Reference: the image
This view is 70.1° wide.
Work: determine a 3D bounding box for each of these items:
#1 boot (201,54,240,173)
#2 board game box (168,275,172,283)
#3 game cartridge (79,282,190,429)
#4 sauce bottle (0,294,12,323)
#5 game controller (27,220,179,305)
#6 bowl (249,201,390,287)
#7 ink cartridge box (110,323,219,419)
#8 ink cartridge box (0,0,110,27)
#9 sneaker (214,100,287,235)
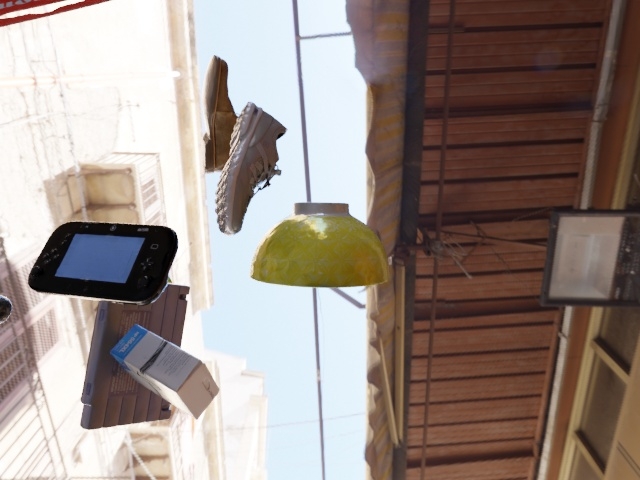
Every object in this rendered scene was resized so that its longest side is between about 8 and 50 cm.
[{"bbox_3d":[-0.240,-0.314,1.162,0.115,0.112,0.305,-4,-51,-19],"label":"boot"},{"bbox_3d":[-0.508,0.059,1.308,0.043,0.092,0.181,-38,-46,-4],"label":"board game box"},{"bbox_3d":[-0.462,0.277,1.152,0.230,0.068,0.355,15,-102,-46],"label":"game cartridge"},{"bbox_3d":[-0.796,0.114,0.944,0.111,0.344,0.111,-2,-107,5],"label":"sauce bottle"},{"bbox_3d":[-0.435,0.039,0.915,0.319,0.067,0.167,3,-110,18],"label":"game controller"},{"bbox_3d":[0.000,0.000,0.940,0.289,0.289,0.156,1,-86,0],"label":"bowl"},{"bbox_3d":[-0.343,0.293,1.018,0.203,0.086,0.148,20,-37,26],"label":"ink cartridge box"},{"bbox_3d":[-0.445,-0.444,0.692,0.308,0.385,0.091,-22,-41,-13],"label":"ink cartridge box"},{"bbox_3d":[-0.129,-0.138,0.901,0.115,0.105,0.281,19,-108,-21],"label":"sneaker"}]
